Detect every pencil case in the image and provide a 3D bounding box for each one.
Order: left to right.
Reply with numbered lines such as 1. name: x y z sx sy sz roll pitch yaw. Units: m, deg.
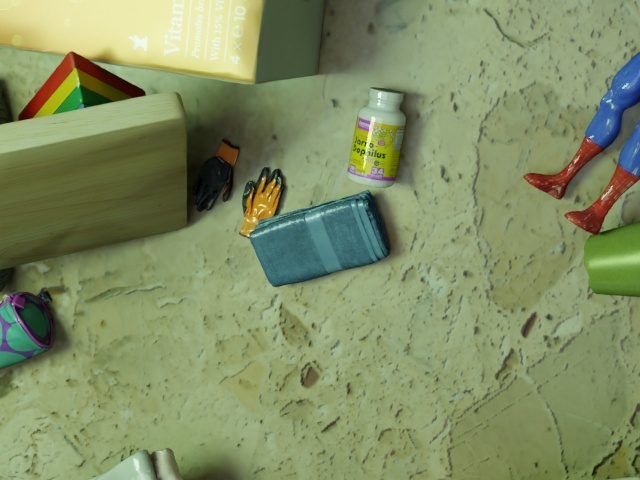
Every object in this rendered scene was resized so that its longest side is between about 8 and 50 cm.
1. pencil case: -0.342 0.102 1.123 0.151 0.064 0.070 -23 109 19

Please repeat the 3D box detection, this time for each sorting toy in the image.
1. sorting toy: -0.247 -0.064 0.934 0.257 0.255 0.089 -13 74 -11

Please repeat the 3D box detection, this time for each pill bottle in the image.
1. pill bottle: 0.051 -0.091 0.979 0.043 0.043 0.083 13 104 14

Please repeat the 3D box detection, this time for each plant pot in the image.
1. plant pot: 0.264 0.016 0.924 0.079 0.083 0.083 -6 99 30

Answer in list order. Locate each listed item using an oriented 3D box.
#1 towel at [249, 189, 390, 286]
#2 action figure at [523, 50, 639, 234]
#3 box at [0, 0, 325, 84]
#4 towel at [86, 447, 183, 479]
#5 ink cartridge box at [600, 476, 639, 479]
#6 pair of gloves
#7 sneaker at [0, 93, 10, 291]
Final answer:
1. towel: 0.000 0.000 1.017 0.119 0.029 0.067 -15 106 16
2. action figure: 0.252 -0.145 0.859 0.280 0.139 0.091 -54 47 16
3. box: -0.175 -0.264 0.948 0.345 0.168 0.215 10 103 15
4. towel: -0.210 0.394 1.060 0.332 0.053 0.317 -32 71 34
5. ink cartridge box: 0.192 0.283 0.934 0.231 0.078 0.134 -27 92 53
6. pair of gloves: -0.077 -0.046 1.044 0.083 0.010 0.074 30 108 10
7. sneaker: -0.374 -0.055 1.093 0.118 0.083 0.222 7 101 18
